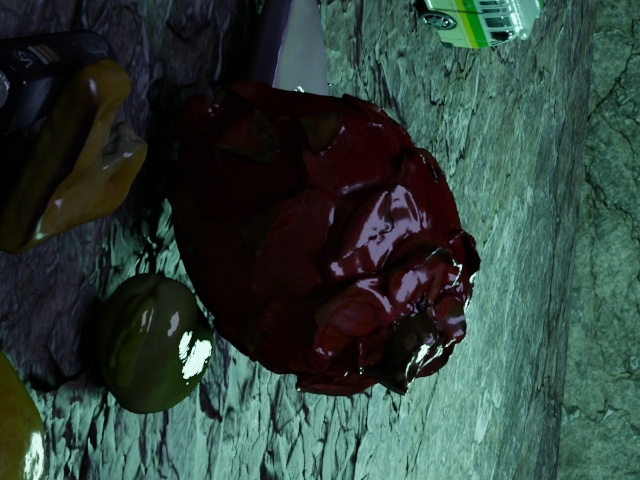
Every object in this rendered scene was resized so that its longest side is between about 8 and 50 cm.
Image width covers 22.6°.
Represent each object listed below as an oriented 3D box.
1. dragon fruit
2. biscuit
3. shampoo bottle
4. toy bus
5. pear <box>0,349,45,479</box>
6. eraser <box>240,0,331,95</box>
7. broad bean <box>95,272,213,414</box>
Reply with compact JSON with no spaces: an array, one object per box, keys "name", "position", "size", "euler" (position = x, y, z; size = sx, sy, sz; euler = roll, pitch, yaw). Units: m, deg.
[{"name":"dragon fruit","position":[0.000,0.000,1.531],"size":[0.277,0.342,0.277],"euler":[-32,156,-16]},{"name":"biscuit","position":[-0.186,-0.074,1.306],"size":[0.174,0.039,0.183],"euler":[-61,168,19]},{"name":"shampoo bottle","position":[-0.232,-0.120,1.223],"size":[0.063,0.057,0.207],"euler":[-64,166,23]},{"name":"toy bus","position":[0.215,-0.373,2.198],"size":[0.276,0.164,0.134],"euler":[52,50,-62]},{"name":"pear","position":[-0.279,0.126,0.999],"size":[0.200,0.200,0.200],"euler":[8,90,-70]},{"name":"eraser","position":[-0.047,-0.169,1.707],"size":[0.204,0.059,0.243],"euler":[-40,138,-61]},{"name":"broad bean","position":[-0.150,0.099,1.483],"size":[0.124,0.082,0.174],"euler":[-56,153,-22]}]
